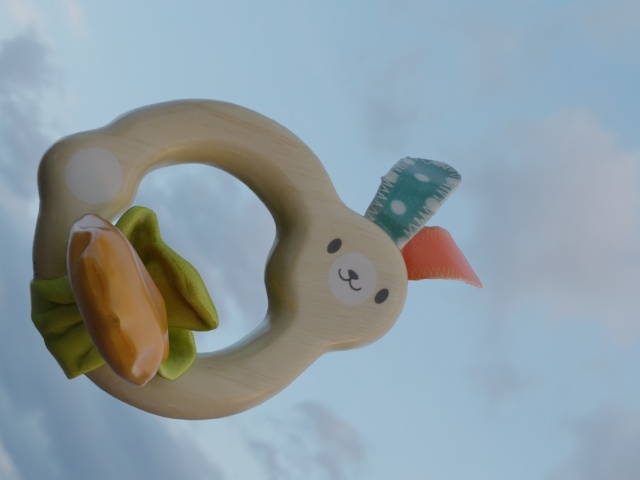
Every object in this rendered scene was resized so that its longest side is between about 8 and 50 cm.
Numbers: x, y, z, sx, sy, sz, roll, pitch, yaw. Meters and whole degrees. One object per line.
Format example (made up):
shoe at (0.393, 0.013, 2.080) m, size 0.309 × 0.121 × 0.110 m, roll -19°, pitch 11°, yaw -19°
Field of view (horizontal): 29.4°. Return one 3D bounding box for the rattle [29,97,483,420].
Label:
rattle at (0.000, 0.000, 0.452) m, size 0.143 × 0.200 × 0.130 m, roll 135°, pitch -45°, yaw -62°
